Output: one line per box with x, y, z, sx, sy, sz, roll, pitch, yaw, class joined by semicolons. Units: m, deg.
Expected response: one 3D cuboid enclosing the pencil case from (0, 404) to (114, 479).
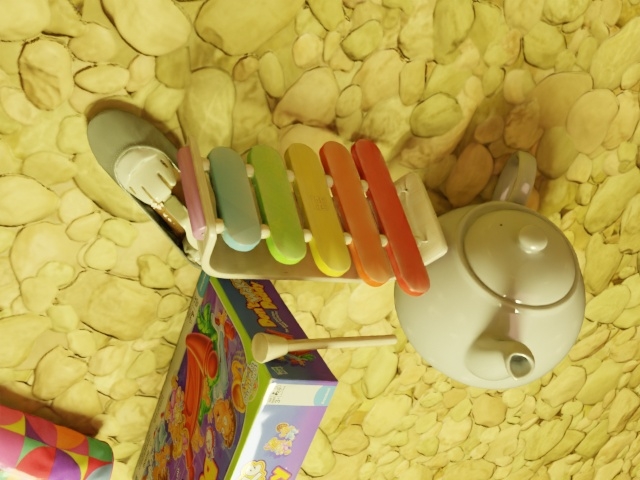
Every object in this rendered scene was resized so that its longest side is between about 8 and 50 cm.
-0.354;0.245;0.785;0.236;0.104;0.104;32;100;-37;pencil case

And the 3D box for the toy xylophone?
0.000;0.000;0.736;0.323;0.236;0.081;-5;152;-40;toy xylophone

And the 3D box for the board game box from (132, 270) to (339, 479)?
-0.118;0.230;0.808;0.078;0.233;0.347;10;112;-30;board game box

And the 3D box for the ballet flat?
-0.158;-0.048;0.731;0.072;0.068;0.213;-38;127;-3;ballet flat

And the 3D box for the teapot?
0.220;0.040;0.846;0.253;0.256;0.187;-22;152;-27;teapot
